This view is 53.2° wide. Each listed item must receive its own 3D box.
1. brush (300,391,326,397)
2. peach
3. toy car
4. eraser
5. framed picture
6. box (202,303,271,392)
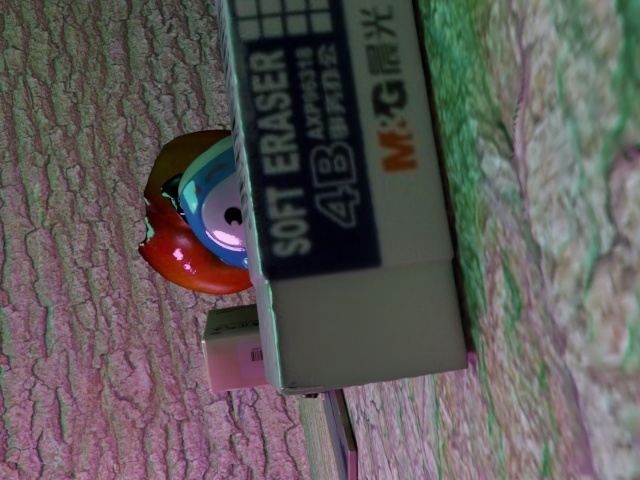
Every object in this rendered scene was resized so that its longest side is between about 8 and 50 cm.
[{"bbox_3d":[-0.011,0.265,1.191,0.282,0.048,0.054,79,-176,-76],"label":"brush"},{"bbox_3d":[-0.198,-0.060,1.365,0.406,0.310,0.334,-72,-9,-71],"label":"peach"},{"bbox_3d":[-0.077,-0.038,0.887,0.190,0.189,0.255,56,-176,25],"label":"toy car"},{"bbox_3d":[0.008,-0.053,0.422,0.086,0.130,0.287,144,120,-79],"label":"eraser"},{"bbox_3d":[0.030,0.327,1.161,0.289,0.016,0.213,-106,11,-54],"label":"framed picture"},{"bbox_3d":[-0.077,0.164,1.038,0.168,0.212,0.095,-127,31,-77],"label":"box"}]
